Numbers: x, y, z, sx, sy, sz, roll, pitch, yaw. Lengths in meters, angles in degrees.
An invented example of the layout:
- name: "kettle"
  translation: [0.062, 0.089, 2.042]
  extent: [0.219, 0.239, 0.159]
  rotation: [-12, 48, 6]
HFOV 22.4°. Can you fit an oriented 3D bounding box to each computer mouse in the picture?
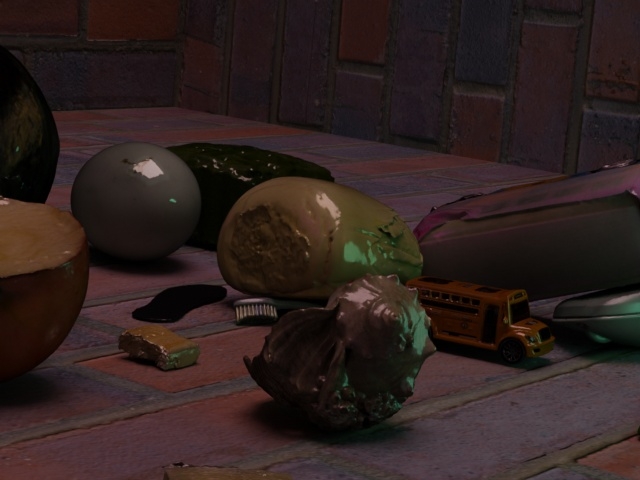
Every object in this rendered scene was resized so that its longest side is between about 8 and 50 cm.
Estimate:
- name: "computer mouse"
  translation: [0.456, 0.099, 2.162]
  extent: [0.288, 0.097, 0.159]
  rotation: [-13, 4, -22]

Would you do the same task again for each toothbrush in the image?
- name: "toothbrush"
  translation: [0.067, 0.101, 2.161]
  extent: [0.375, 0.028, 0.037]
  rotation: [3, 55, -13]

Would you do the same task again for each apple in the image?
- name: "apple"
  translation: [-0.387, 0.078, 1.725]
  extent: [0.293, 0.163, 0.251]
  rotation: [-16, 29, -27]

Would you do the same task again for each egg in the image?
- name: "egg"
  translation: [-0.286, -0.060, 2.459]
  extent: [0.183, 0.183, 0.264]
  rotation: [-2, 6, -32]

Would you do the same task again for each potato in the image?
- name: "potato"
  translation: [-0.076, 0.225, 1.344]
  extent: [0.122, 0.061, 0.086]
  rotation: [3, 8, -13]

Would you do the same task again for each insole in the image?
- name: "insole"
  translation: [-0.193, 0.084, 2.211]
  extent: [0.086, 0.005, 0.253]
  rotation: [6, 10, 15]

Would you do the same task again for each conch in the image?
- name: "conch"
  translation: [0.013, 0.124, 1.700]
  extent: [0.178, 0.163, 0.245]
  rotation: [18, -24, -16]

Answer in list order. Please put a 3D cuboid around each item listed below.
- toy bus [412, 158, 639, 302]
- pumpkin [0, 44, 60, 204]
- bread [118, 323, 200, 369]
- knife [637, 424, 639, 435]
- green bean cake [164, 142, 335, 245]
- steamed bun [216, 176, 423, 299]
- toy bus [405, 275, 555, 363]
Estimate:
- name: "toy bus"
  translation: [0.300, -0.001, 2.218]
  extent: [0.386, 0.171, 0.162]
  rotation: [-12, 4, 29]
- name: "pumpkin"
  translation: [-0.534, -0.087, 1.969]
  extent: [0.454, 0.344, 0.454]
  rotation: [-28, -8, -4]
- name: "bread"
  translation: [-0.189, 0.126, 1.904]
  extent: [0.083, 0.035, 0.070]
  rotation: [19, 17, 31]
- name: "knife"
  translation: [0.392, 0.197, 1.828]
  extent: [0.054, 0.015, 0.212]
  rotation: [16, 13, 17]
- name: "green bean cake"
  translation: [-0.136, -0.076, 2.699]
  extent: [0.247, 0.156, 0.250]
  rotation: [14, 14, 36]
- name: "steamed bun"
  translation: [0.000, 0.000, 2.209]
  extent: [0.232, 0.166, 0.273]
  rotation: [4, -2, -40]
- name: "toy bus"
  translation: [0.202, 0.099, 2.067]
  extent: [0.194, 0.088, 0.083]
  rotation: [10, 11, 28]
